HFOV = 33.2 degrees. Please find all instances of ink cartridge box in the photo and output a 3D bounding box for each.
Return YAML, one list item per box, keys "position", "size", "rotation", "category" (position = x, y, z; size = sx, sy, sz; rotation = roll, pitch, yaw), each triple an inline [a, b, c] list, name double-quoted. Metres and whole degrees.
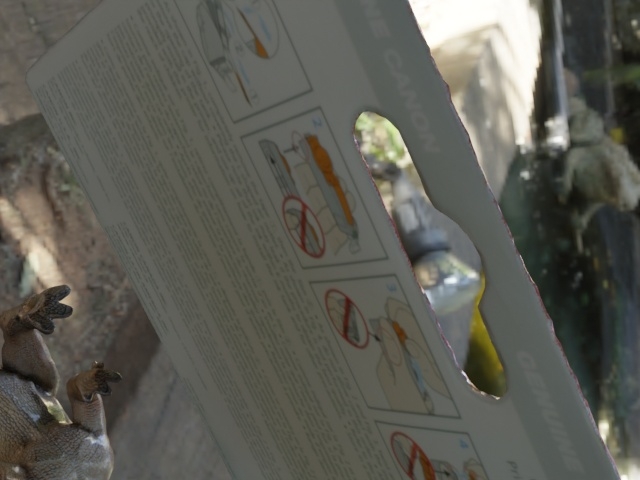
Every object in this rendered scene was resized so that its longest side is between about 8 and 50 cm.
- position: [0.000, 0.000, 0.541]
  size: [0.091, 0.385, 0.308]
  rotation: [-30, 100, -28]
  category: "ink cartridge box"

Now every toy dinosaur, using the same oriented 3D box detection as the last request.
- position: [-0.206, 0.143, 0.718]
  size: [0.127, 0.295, 0.200]
  rotation: [-24, 151, -29]
  category: "toy dinosaur"
